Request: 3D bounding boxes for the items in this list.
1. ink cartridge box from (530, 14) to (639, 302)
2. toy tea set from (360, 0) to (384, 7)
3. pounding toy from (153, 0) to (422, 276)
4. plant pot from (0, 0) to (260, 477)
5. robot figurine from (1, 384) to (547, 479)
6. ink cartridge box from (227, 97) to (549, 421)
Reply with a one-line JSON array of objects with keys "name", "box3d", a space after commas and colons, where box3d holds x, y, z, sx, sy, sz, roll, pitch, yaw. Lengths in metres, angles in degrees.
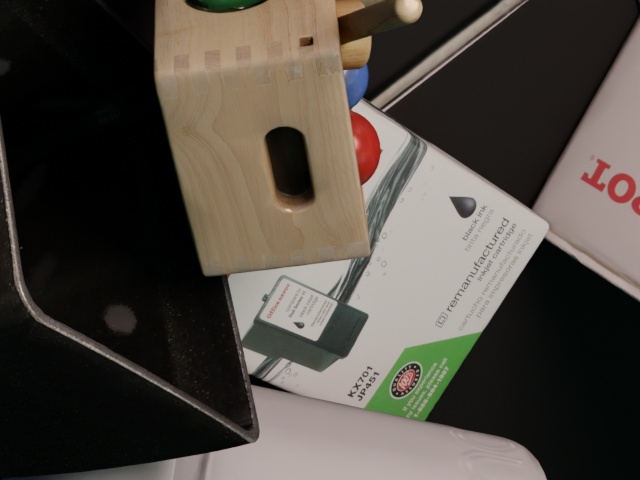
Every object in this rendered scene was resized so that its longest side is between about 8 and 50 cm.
[{"name": "ink cartridge box", "box3d": [0.343, -0.102, 0.877, 0.166, 0.285, 0.395, 20, 103, -42]}, {"name": "toy tea set", "box3d": [-0.051, -0.207, 0.674, 0.336, 0.124, 0.200, -5, 148, -37]}, {"name": "pounding toy", "box3d": [-0.011, -0.070, 0.625, 0.100, 0.130, 0.141, -8, 135, 2]}, {"name": "plant pot", "box3d": [-0.151, 0.002, 0.626, 0.167, 0.188, 0.187, -22, 153, 14]}, {"name": "robot figurine", "box3d": [-0.017, 0.178, 0.777, 0.353, 0.300, 0.199, 12, 86, -6]}, {"name": "ink cartridge box", "box3d": [0.000, 0.000, 0.823, 0.208, 0.087, 0.153, 28, 97, -42]}]
